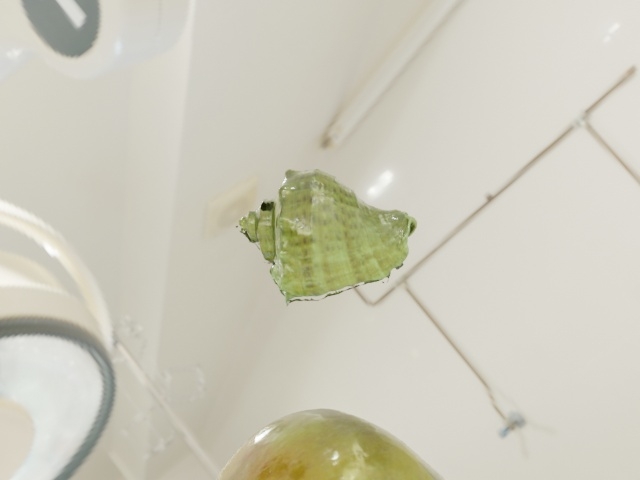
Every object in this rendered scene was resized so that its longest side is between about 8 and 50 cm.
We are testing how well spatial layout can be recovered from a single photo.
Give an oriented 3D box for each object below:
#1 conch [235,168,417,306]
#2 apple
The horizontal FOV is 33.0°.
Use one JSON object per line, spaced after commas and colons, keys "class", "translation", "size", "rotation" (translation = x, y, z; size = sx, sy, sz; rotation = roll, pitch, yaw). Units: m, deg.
{"class": "conch", "translation": [0.000, 0.000, 0.681], "size": [0.074, 0.121, 0.089], "rotation": [37, -117, -66]}
{"class": "apple", "translation": [0.016, 0.264, 0.952], "size": [0.194, 0.261, 0.261], "rotation": [-54, -4, -15]}
